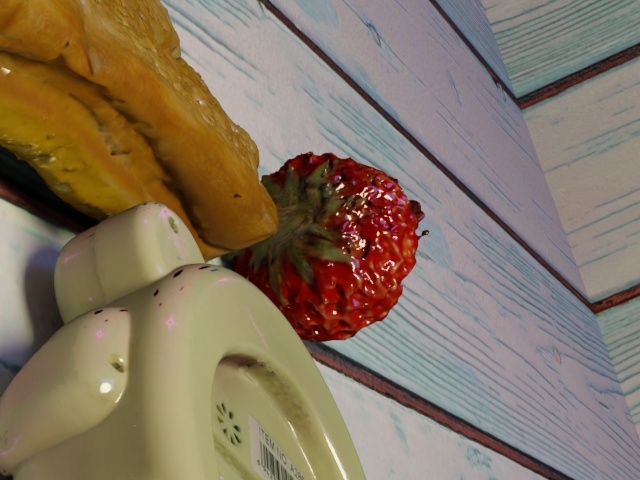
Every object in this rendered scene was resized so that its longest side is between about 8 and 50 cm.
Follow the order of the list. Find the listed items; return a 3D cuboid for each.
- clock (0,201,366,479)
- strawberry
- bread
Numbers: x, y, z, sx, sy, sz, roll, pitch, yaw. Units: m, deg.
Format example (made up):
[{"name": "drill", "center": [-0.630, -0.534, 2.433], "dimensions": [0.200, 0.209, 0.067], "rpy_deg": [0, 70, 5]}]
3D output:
[{"name": "clock", "center": [-0.055, 0.151, 0.782], "dimensions": [0.284, 0.114, 0.309], "rpy_deg": [51, 20, -37]}, {"name": "strawberry", "center": [0.000, 0.000, 1.090], "dimensions": [0.086, 0.145, 0.145], "rpy_deg": [44, 27, -48]}, {"name": "bread", "center": [-0.150, -0.111, 0.847], "dimensions": [0.380, 0.109, 0.185], "rpy_deg": [40, 23, -59]}]
